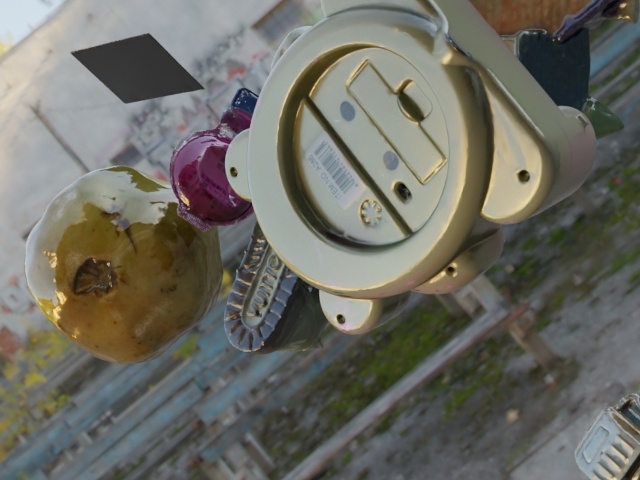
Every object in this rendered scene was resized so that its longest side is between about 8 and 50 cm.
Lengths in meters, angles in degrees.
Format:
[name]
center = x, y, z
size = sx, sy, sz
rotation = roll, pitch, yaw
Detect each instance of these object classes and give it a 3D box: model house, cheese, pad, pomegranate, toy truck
[model house]
center = 0.358, -0.312, 1.712
size = 0.280, 0.312, 0.245
rotation = 3, 10, 22
[cheese]
center = -0.142, -0.123, 1.644
size = 0.062, 0.155, 0.244
rotation = -27, 34, 59
[pad]
center = -0.363, -0.335, 2.134
size = 0.245, 0.170, 0.006
rotation = -2, 56, 41
[pomegranate]
center = -0.327, 0.039, 1.836
size = 0.332, 0.332, 0.332
rotation = -40, 0, 0
[toy truck]
center = 0.399, 0.286, 1.206
size = 0.140, 0.256, 0.108
rotation = -2, -53, -48

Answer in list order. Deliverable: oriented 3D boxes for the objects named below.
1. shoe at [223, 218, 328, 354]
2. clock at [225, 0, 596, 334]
[shoe]
center = 0.002, 0.001, 1.255
size = 0.149, 0.109, 0.293
rotation = 19, -80, -56
[clock]
center = 0.059, -0.082, 0.981
size = 0.114, 0.284, 0.309
rotation = -24, -18, -48
